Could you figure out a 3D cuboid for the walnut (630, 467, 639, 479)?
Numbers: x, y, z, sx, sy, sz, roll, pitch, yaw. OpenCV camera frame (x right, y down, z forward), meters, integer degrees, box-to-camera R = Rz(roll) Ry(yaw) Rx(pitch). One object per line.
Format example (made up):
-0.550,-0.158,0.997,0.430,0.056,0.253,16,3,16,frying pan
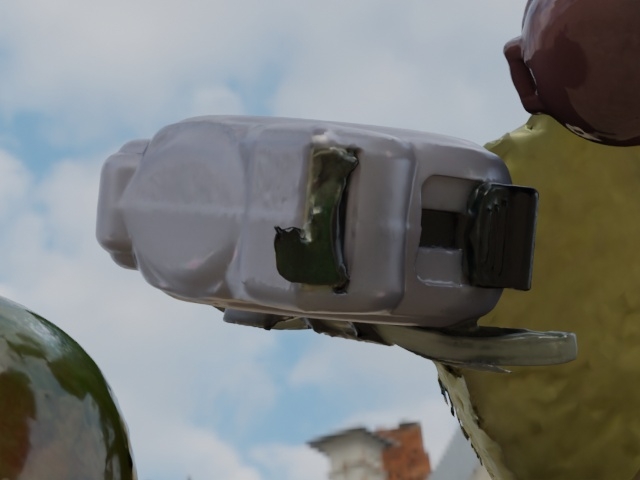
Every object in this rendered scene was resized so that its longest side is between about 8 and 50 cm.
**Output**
0.263,0.194,0.807,0.213,0.213,0.213,-3,-38,-3,walnut

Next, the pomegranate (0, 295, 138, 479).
-0.166,0.079,0.451,0.181,0.181,0.224,-29,-47,27,pomegranate

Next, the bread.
0.210,0.096,0.910,0.248,0.279,0.315,-33,-41,2,bread

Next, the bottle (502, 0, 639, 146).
0.156,-0.114,0.680,0.110,0.233,0.110,9,-65,19,bottle

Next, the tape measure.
0.004,0.000,0.671,0.178,0.105,0.196,4,0,-33,tape measure
